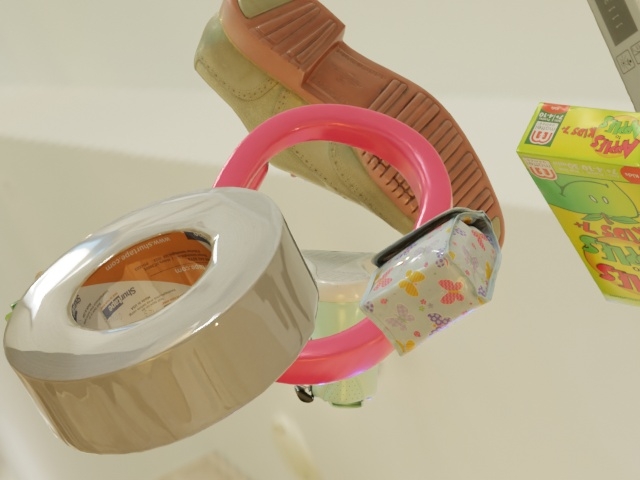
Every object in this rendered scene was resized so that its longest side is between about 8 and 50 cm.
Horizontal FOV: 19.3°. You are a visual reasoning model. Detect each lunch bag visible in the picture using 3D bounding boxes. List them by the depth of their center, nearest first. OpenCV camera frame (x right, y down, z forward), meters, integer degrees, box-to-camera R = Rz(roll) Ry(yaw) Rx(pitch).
[{"bbox_3d":[0.066,0.018,1.118,0.053,0.071,0.083,50,28,-12],"label":"lunch bag"}]

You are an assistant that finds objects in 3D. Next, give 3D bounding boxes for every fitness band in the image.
[{"bbox_3d":[0.000,0.000,1.649,0.209,0.291,0.054,17,-37,9],"label":"fitness band"}]

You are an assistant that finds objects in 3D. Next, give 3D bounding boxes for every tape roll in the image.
[{"bbox_3d":[-0.113,0.054,1.341,0.219,0.219,0.072,34,-27,58],"label":"tape roll"}]

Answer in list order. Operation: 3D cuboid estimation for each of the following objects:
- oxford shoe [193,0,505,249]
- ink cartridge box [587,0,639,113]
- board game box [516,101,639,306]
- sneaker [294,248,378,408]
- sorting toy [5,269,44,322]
[{"bbox_3d":[0.031,-0.108,2.005,0.397,0.140,0.146,47,-44,3],"label":"oxford shoe"},{"bbox_3d":[0.364,-0.140,1.589,0.060,0.239,0.275,-34,-105,52],"label":"ink cartridge box"},{"bbox_3d":[0.209,-0.017,1.257,0.092,0.043,0.181,9,-29,36],"label":"board game box"},{"bbox_3d":[0.015,0.091,1.947,0.256,0.094,0.151,-81,172,-80],"label":"sneaker"},{"bbox_3d":[-0.242,0.056,1.603,0.012,0.062,0.083,13,-6,22],"label":"sorting toy"}]
